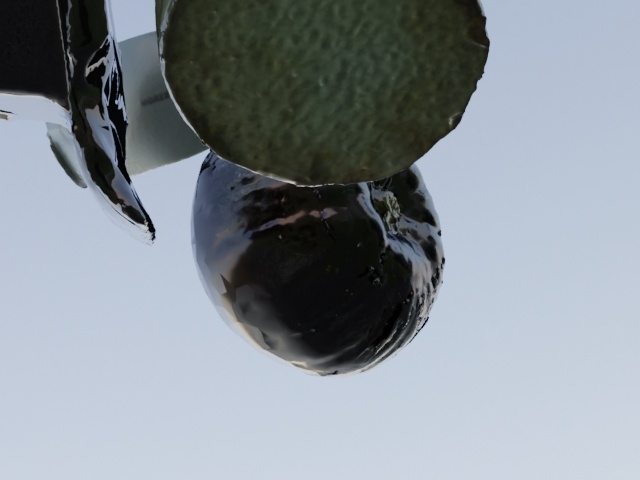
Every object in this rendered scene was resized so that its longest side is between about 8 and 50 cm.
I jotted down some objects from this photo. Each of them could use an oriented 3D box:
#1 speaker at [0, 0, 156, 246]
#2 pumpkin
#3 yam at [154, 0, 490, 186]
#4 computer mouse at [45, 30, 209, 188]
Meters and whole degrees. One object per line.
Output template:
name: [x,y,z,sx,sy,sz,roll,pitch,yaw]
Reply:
speaker: [-0.274,-0.112,0.769,0.388,0.184,0.180,6,-6,-4]
pumpkin: [0.000,0.000,1.155,0.163,0.233,0.233,-22,-26,29]
yam: [-0.009,-0.111,0.526,0.107,0.194,0.107,-4,-55,-5]
computer mouse: [-0.176,-0.126,1.332,0.231,0.127,0.079,-17,3,28]
